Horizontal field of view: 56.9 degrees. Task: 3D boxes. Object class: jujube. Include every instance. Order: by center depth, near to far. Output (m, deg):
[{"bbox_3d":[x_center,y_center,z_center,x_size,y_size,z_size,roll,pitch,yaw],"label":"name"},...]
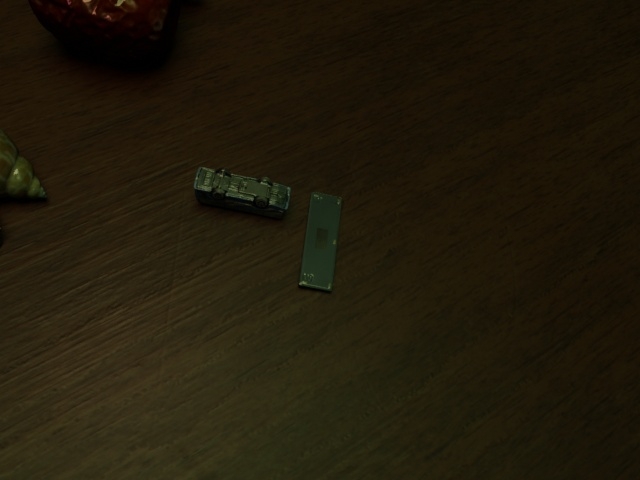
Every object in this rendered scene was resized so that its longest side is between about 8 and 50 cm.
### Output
[{"bbox_3d":[-0.364,-0.409,1.004,0.232,0.213,0.213,18,61,-9],"label":"jujube"}]

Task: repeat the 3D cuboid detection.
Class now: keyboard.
[{"bbox_3d":[0.000,0.000,0.969,0.055,0.014,0.176,10,61,-6],"label":"keyboard"}]

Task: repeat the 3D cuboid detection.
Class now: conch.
[{"bbox_3d":[-0.518,-0.121,0.889,0.172,0.106,0.116,-6,71,2],"label":"conch"}]

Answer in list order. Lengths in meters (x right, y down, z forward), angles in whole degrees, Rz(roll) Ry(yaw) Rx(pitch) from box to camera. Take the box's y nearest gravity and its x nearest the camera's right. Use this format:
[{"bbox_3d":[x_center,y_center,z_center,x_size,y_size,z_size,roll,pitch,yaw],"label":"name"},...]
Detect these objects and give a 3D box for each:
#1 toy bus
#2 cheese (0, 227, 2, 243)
[{"bbox_3d":[-0.127,-0.075,0.957,0.152,0.061,0.051,11,60,-7],"label":"toy bus"},{"bbox_3d":[-0.497,-0.015,0.867,0.060,0.041,0.084,31,77,14],"label":"cheese"}]
